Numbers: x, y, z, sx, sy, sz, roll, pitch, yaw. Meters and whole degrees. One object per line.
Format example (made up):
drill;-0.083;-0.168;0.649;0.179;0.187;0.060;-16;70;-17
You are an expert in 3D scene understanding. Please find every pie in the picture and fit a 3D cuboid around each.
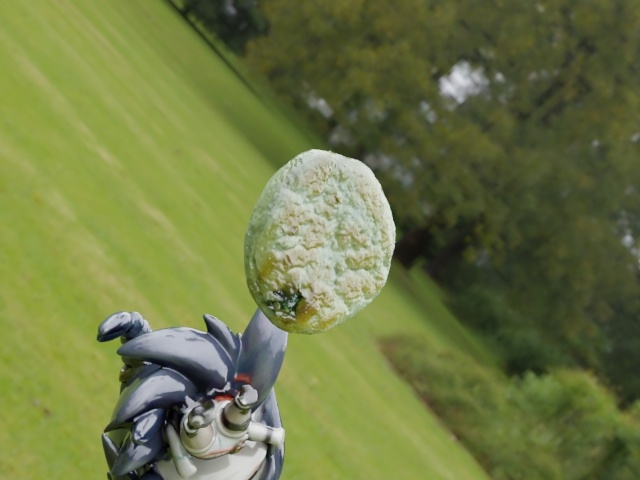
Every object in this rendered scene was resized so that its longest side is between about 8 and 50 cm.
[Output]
pie;0.000;0.000;0.616;0.017;0.085;0.085;19;-19;49

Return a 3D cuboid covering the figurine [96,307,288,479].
figurine;-0.109;0.156;1.222;0.197;0.175;0.265;-101;-163;-45
